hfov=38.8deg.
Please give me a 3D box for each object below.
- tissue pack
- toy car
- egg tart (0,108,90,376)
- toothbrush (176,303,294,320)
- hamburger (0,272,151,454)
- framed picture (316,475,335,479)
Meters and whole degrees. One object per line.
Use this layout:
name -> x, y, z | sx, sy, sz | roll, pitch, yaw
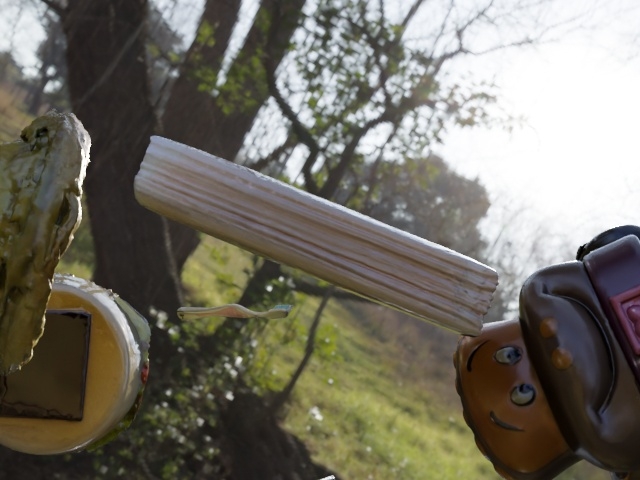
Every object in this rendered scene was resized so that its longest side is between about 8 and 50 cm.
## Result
tissue pack -> 0.000, 0.000, 0.842 | 0.325, 0.071, 0.170 | 21, -4, 8
toy car -> 0.291, 0.156, 0.939 | 0.340, 0.240, 0.271 | 39, 29, -53
egg tart -> -0.329, -0.008, 0.960 | 0.123, 0.294, 0.294 | 15, -1, -18
toothbrush -> -0.106, 0.084, 1.059 | 0.204, 0.022, 0.017 | -7, -67, 44
hamburger -> -0.413, 0.193, 1.404 | 0.302, 0.302, 0.170 | 30, -6, -4
framed picture -> -0.157, 0.418, 1.374 | 0.240, 0.324, 0.020 | 23, 48, -71
